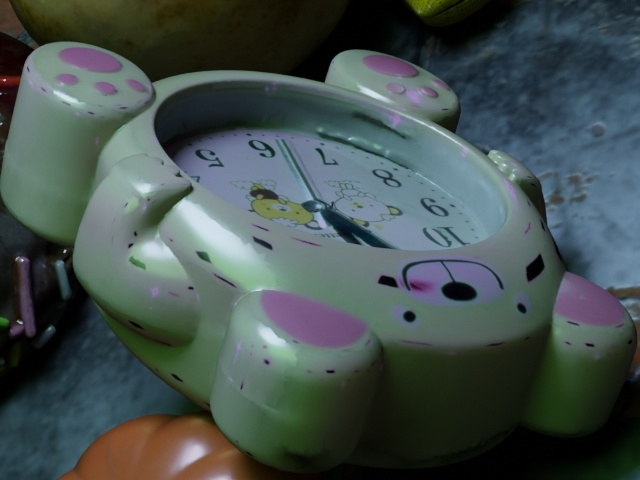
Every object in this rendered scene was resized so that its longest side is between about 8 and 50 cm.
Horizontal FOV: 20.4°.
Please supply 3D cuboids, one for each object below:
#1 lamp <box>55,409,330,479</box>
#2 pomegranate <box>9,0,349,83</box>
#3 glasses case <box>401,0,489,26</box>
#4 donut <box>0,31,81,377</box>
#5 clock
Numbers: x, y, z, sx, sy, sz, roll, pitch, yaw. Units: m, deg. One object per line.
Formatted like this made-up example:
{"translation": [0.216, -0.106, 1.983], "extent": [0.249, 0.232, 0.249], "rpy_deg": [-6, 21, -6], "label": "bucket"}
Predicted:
{"translation": [-0.069, 0.173, 0.895], "extent": [0.188, 0.164, 0.187], "rpy_deg": [-18, 47, 20], "label": "lamp"}
{"translation": [-0.083, -0.222, 1.200], "extent": [0.270, 0.229, 0.252], "rpy_deg": [-8, 76, 43], "label": "pomegranate"}
{"translation": [0.059, -0.226, 1.253], "extent": [0.079, 0.064, 0.234], "rpy_deg": [-35, 42, 2], "label": "glasses case"}
{"translation": [-0.275, -0.019, 1.228], "extent": [0.259, 0.136, 0.345], "rpy_deg": [-12, 48, 27], "label": "donut"}
{"translation": [0.000, 0.000, 0.960], "extent": [0.309, 0.284, 0.114], "rpy_deg": [46, 127, 45], "label": "clock"}
